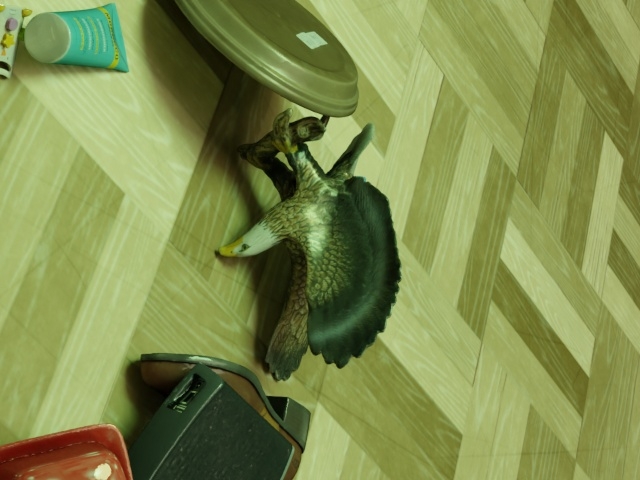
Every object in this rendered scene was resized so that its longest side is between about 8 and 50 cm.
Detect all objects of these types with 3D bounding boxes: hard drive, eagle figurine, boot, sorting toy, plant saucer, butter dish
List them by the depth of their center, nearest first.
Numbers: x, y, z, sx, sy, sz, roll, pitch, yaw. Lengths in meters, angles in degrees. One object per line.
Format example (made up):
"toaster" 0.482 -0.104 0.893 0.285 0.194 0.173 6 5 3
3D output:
"butter dish" -0.237 0.263 1.575 0.160 0.118 0.160 -11 87 -26
"sorting toy" -0.332 -0.205 1.701 0.083 0.045 0.075 -3 101 -57
"hard drive" -0.137 0.275 1.736 0.172 0.054 0.255 47 63 -28
"boot" -0.134 0.282 1.829 0.264 0.096 0.280 40 59 -48
"plant saucer" -0.059 -0.251 1.983 0.278 0.041 0.278 34 20 -14
"eagle figurine" -0.010 0.004 1.992 0.298 0.225 0.226 67 19 3

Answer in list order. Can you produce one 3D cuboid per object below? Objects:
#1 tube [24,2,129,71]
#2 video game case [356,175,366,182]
"tube" -0.255 -0.219 1.793 0.207 0.052 0.080 -27 111 -74
"video game case" 0.028 0.015 2.106 0.015 0.119 0.166 10 65 -20
